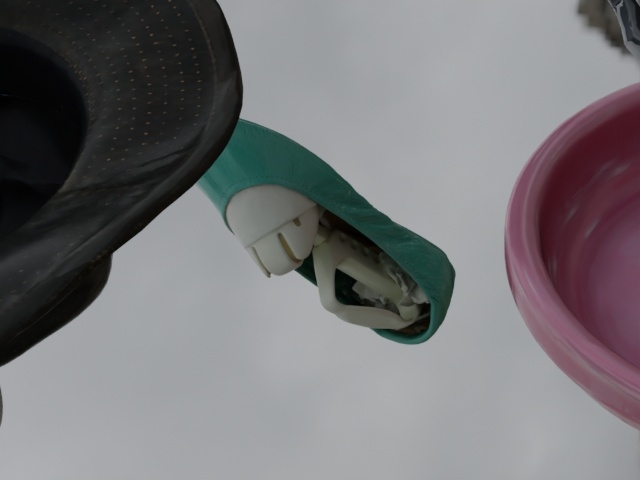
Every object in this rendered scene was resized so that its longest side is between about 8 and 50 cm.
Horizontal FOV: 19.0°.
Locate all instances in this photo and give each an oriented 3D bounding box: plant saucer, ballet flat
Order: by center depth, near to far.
[{"bbox_3d":[0.276,0.023,1.150,0.332,0.332,0.084,-64,-20,-44],"label":"plant saucer"},{"bbox_3d":[0.000,0.000,1.343,0.247,0.083,0.087,32,-139,-27],"label":"ballet flat"}]

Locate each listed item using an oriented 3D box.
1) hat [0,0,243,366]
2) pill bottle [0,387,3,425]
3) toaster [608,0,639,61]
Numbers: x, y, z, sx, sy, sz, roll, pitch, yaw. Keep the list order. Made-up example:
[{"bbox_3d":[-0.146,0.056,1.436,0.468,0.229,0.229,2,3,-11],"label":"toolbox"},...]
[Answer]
[{"bbox_3d":[-0.186,-0.006,0.875,0.134,0.331,0.331,74,-151,-43],"label":"hat"},{"bbox_3d":[-0.284,0.106,1.079,0.187,0.112,0.112,-28,-51,-37],"label":"pill bottle"},{"bbox_3d":[0.109,-0.153,0.521,0.146,0.227,0.129,-39,-5,-10],"label":"toaster"}]
